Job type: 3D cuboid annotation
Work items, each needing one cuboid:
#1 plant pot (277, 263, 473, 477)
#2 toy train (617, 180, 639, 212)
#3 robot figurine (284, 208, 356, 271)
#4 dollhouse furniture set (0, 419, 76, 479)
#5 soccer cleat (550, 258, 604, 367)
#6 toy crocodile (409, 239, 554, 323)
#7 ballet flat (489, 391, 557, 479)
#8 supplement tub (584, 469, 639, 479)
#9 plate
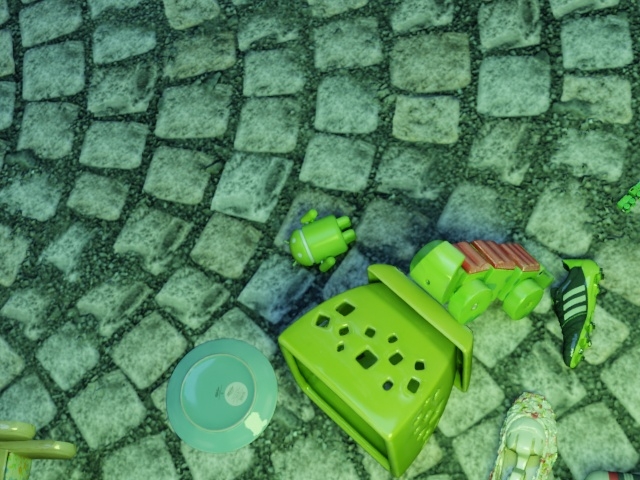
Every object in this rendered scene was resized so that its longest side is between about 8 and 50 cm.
[{"bbox_3d":[0.097,0.180,1.468,0.207,0.228,0.227,-44,67,-13],"label":"plant pot"},{"bbox_3d":[0.507,-0.078,1.589,0.083,0.017,0.023,-44,56,-7],"label":"toy train"},{"bbox_3d":[0.000,0.000,1.638,0.115,0.067,0.101,-22,78,3],"label":"robot figurine"},{"bbox_3d":[-0.362,0.460,1.357,0.256,0.394,0.362,-2,69,11],"label":"dollhouse furniture set"},{"bbox_3d":[0.384,0.110,1.524,0.072,0.060,0.179,7,64,25],"label":"soccer cleat"},{"bbox_3d":[0.241,0.045,1.447,0.115,0.340,0.105,49,120,32],"label":"toy crocodile"},{"bbox_3d":[0.291,0.331,1.442,0.091,0.077,0.241,11,71,17],"label":"ballet flat"},{"bbox_3d":[0.479,0.411,1.309,0.272,0.191,0.191,3,70,13],"label":"supplement tub"},{"bbox_3d":[-0.162,0.246,1.600,0.188,0.024,0.188,-4,67,11],"label":"plate"}]
